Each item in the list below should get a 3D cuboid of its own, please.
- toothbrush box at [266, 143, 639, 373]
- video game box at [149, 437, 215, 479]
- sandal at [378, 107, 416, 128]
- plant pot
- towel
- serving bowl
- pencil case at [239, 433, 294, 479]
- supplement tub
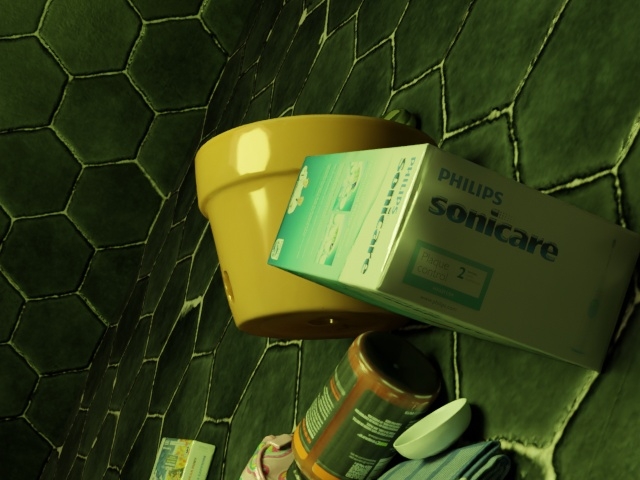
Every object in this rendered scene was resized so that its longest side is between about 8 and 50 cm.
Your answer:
[{"bbox_3d":[0.106,0.010,0.904,0.295,0.216,0.126,6,76,69],"label":"toothbrush box"},{"bbox_3d":[-0.252,0.432,1.686,0.205,0.048,0.187,-23,51,65],"label":"video game box"},{"bbox_3d":[0.036,-0.053,1.384,0.303,0.086,0.120,-44,21,20],"label":"sandal"},{"bbox_3d":[0.000,0.000,1.152,0.291,0.291,0.203,148,123,-60],"label":"plant pot"},{"bbox_3d":[0.027,0.283,0.876,0.285,0.034,0.209,-36,0,-30],"label":"towel"},{"bbox_3d":[0.111,0.185,0.948,0.083,0.027,0.083,-33,-2,-1],"label":"serving bowl"},{"bbox_3d":[-0.088,0.348,1.211,0.284,0.124,0.124,-52,25,38],"label":"pencil case"},{"bbox_3d":[0.037,0.198,1.058,0.197,0.106,0.106,-58,21,26],"label":"supplement tub"}]
